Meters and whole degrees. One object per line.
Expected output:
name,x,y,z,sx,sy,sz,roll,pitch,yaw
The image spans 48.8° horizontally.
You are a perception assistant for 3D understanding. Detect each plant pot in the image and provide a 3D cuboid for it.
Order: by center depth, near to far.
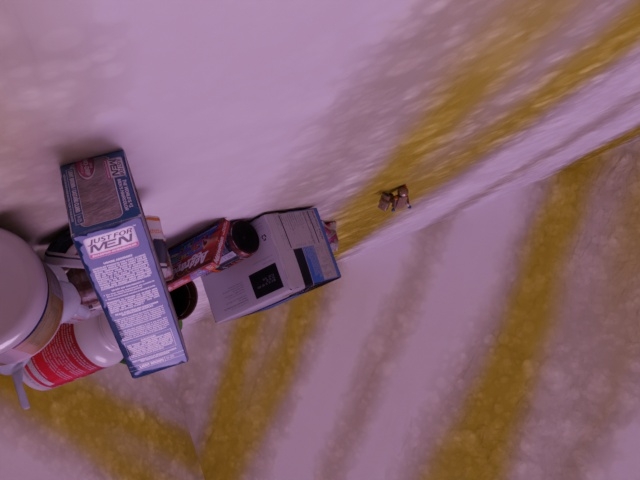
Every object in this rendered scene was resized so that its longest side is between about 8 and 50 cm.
plant pot,-0.514,0.190,2.318,0.167,0.166,0.165,-14,179,-36

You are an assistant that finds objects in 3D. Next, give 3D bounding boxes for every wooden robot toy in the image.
wooden robot toy,0.243,-0.146,2.248,0.173,0.076,0.079,-11,133,-48

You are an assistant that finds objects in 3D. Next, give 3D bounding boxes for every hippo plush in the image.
hippo plush,-0.652,0.145,1.513,0.237,0.294,0.234,-42,132,-2

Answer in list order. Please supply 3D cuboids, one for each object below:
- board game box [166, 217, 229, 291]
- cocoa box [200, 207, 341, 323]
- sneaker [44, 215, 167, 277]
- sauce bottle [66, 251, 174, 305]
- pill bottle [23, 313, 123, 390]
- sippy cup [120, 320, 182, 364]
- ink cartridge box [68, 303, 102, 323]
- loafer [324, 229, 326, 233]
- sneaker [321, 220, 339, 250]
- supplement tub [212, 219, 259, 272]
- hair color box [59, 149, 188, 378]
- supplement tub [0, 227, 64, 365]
board game box,-0.350,0.052,1.841,0.281,0.145,0.027,-26,132,36
cocoa box,-0.158,0.074,2.073,0.347,0.231,0.228,-26,170,40
sneaker,-0.422,0.000,1.398,0.321,0.127,0.126,3,180,33
sauce bottle,-0.543,0.096,1.751,0.345,0.111,0.111,-16,171,-14
pill bottle,-0.780,0.327,2.300,0.408,0.228,0.229,-22,172,20
sippy cup,-0.636,0.291,2.507,0.224,0.306,0.240,-27,147,-56
ink cartridge box,-0.636,0.159,2.011,0.218,0.092,0.158,-21,172,-5
loafer,-0.050,-0.038,2.246,0.148,0.050,0.056,7,153,-38
sneaker,0.000,0.000,2.386,0.103,0.111,0.252,-24,171,27
supplement tub,-0.266,0.023,1.931,0.198,0.106,0.106,-26,170,39
hair color box,-0.312,0.047,1.142,0.105,0.173,0.347,-17,135,-13
supplement tub,-0.597,0.112,1.284,0.229,0.228,0.316,-17,172,-16
